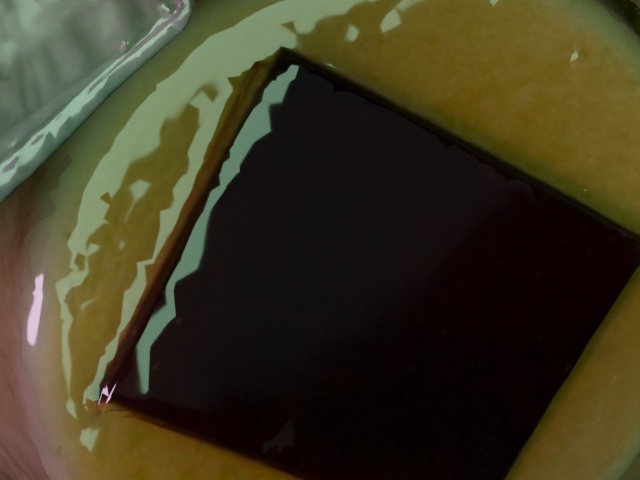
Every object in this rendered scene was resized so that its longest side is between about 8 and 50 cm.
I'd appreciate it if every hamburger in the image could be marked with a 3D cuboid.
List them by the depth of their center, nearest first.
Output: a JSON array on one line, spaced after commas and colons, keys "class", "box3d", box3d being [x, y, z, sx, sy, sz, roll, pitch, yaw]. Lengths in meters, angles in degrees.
[{"class": "hamburger", "box3d": [0.000, 0.000, 0.643, 0.302, 0.170, 0.302, -8, 113, -19]}]

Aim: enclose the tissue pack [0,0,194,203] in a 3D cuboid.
[{"class": "tissue pack", "box3d": [-0.171, -0.068, 0.500, 0.185, 0.225, 0.124, -45, 122, -5]}]
